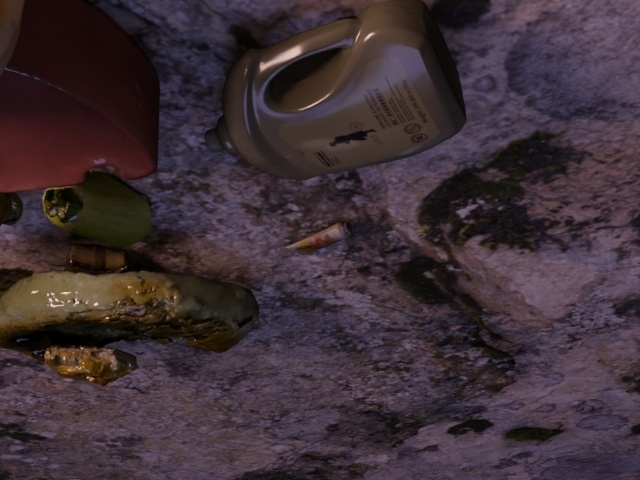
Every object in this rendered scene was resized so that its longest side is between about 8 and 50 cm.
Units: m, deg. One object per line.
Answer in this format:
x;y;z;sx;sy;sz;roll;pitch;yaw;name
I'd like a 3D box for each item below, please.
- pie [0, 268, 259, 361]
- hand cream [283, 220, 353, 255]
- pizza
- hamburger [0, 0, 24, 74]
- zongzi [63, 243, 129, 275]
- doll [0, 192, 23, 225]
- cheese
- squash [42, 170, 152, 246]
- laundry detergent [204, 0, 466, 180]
-0.268;0.101;1.299;0.372;0.078;0.296;-6;161;8;pie
0.000;0.000;1.262;0.102;0.022;0.035;-24;149;37;hand cream
-0.304;0.168;1.324;0.099;0.035;0.160;-6;162;11;pizza
-0.332;-0.181;0.736;0.237;0.236;0.147;-8;172;5;hamburger
-0.287;0.038;1.264;0.076;0.040;0.083;9;142;-18;zongzi
-0.405;-0.053;1.046;0.137;0.097;0.209;-24;142;-1;doll
-0.235;-0.121;0.923;0.177;0.128;0.203;11;144;-24;cheese
-0.261;-0.043;1.106;0.090;0.075;0.200;9;174;13;squash
0.002;-0.135;0.967;0.254;0.091;0.181;-15;146;18;laundry detergent
